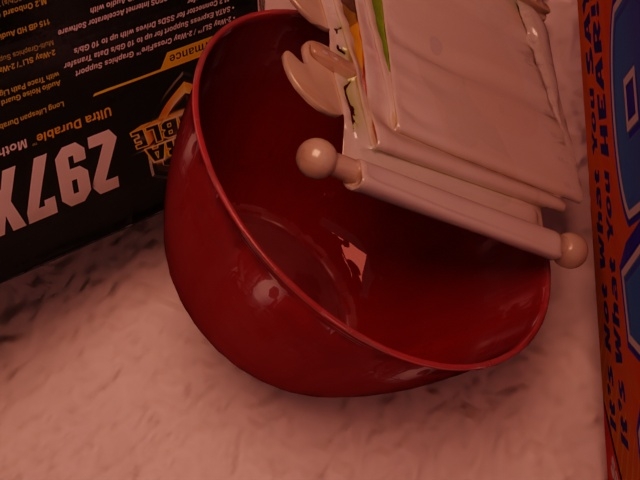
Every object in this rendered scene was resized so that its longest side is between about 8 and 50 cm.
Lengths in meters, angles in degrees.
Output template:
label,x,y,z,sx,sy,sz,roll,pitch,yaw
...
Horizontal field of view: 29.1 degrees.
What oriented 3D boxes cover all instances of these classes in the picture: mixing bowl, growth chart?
label,x,y,z,sx,sy,sz,roll,pitch,yaw
mixing bowl,0.000,0.000,0.539,0.181,0.098,0.181,24,42,-25
growth chart,0.054,-0.091,0.571,0.172,0.021,0.237,24,43,-23

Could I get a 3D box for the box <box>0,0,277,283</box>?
label,x,y,z,sx,sy,sz,roll,pitch,yaw
box,-0.167,-0.101,0.476,0.322,0.257,0.079,-27,39,-34

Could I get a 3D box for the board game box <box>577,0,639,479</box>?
label,x,y,z,sx,sy,sz,roll,pitch,yaw
board game box,0.288,-0.062,0.376,0.356,0.356,0.357,-2,81,2
